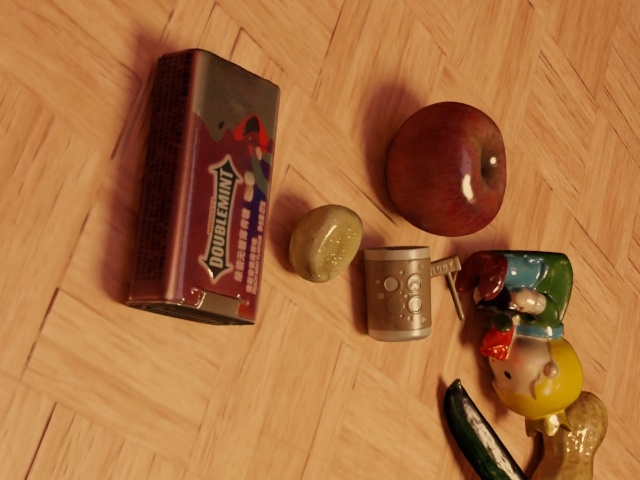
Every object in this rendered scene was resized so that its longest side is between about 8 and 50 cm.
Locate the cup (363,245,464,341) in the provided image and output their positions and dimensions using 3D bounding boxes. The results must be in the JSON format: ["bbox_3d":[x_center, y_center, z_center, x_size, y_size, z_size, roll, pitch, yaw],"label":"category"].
[{"bbox_3d":[0.096,0.056,1.195,0.102,0.074,0.099,-4,94,-32],"label":"cup"}]

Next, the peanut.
[{"bbox_3d":[0.332,0.288,1.490,0.089,0.089,0.192,46,54,-41],"label":"peanut"}]

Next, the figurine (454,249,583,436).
[{"bbox_3d":[0.246,0.129,1.361,0.185,0.127,0.234,1,98,-47],"label":"figurine"}]

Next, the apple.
[{"bbox_3d":[0.140,-0.078,1.230,0.153,0.120,0.153,12,76,-56],"label":"apple"}]

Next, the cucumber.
[{"bbox_3d":[0.221,0.289,1.333,0.056,0.056,0.284,-39,102,-46],"label":"cucumber"}]

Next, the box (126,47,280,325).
[{"bbox_3d":[-0.099,-0.043,0.961,0.120,0.069,0.224,17,75,-50],"label":"box"}]

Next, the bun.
[{"bbox_3d":[0.000,0.000,1.097,0.086,0.055,0.086,-38,143,-35],"label":"bun"}]
